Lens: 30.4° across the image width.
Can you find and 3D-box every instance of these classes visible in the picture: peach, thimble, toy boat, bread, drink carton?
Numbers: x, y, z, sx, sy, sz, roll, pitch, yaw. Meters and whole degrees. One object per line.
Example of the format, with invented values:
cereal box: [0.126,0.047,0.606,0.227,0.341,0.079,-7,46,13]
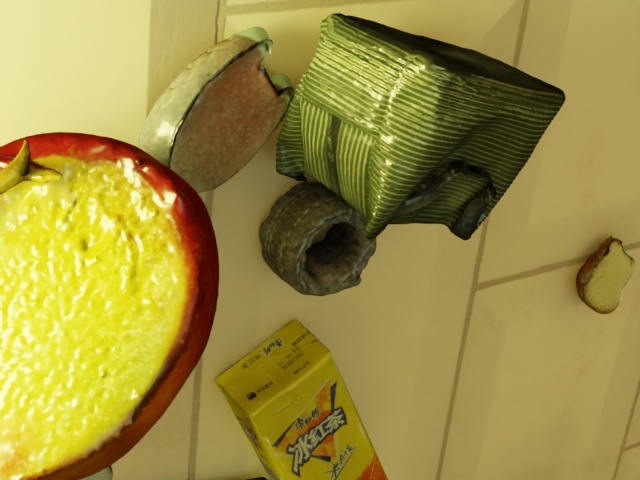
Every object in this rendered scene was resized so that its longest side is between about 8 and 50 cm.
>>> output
peach: [-0.298,0.080,1.271,0.335,0.310,0.406,32,83,-7]
thimble: [-0.002,0.000,1.594,0.150,0.098,0.150,-18,125,-28]
toy boat: [-0.136,-0.155,1.425,0.227,0.085,0.155,-49,144,-18]
bread: [0.492,0.061,2.050,0.129,0.044,0.126,37,84,-42]
drink carton: [-0.016,0.295,1.758,0.154,0.111,0.351,-36,131,-15]

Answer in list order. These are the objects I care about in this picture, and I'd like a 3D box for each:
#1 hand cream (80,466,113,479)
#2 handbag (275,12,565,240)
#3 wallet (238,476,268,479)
hand cream: [-0.389,0.363,1.554,0.255,0.048,0.079,-37,130,-15]
handbag: [0.118,-0.139,1.496,0.341,0.247,0.240,0,118,-49]
wallet: [-0.185,0.443,1.762,0.229,0.049,0.182,-3,115,-38]
